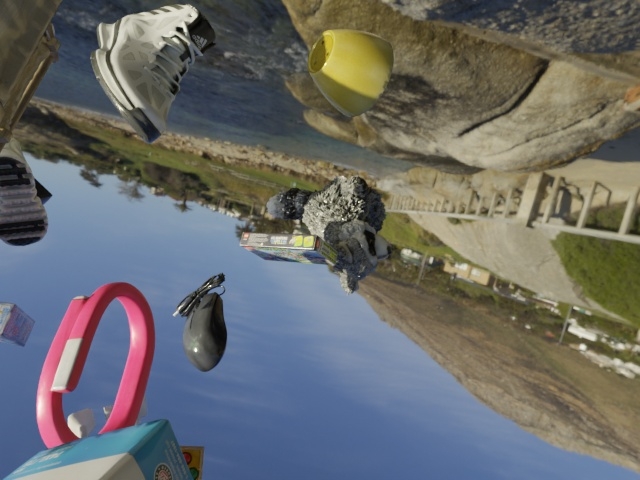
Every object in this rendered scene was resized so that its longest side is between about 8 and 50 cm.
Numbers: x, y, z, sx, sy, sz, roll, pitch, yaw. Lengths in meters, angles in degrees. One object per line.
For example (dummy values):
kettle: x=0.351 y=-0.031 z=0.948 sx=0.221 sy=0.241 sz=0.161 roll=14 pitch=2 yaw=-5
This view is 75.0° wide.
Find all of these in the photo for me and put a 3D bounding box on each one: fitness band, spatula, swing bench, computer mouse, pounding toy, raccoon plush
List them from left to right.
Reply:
swing bench: x=-0.459 y=-0.269 z=0.552 sx=0.165 sy=0.254 sz=0.254 roll=26 pitch=150 yaw=-34
fitness band: x=-0.365 y=0.212 z=0.708 sx=0.054 sy=0.291 sz=0.209 roll=-5 pitch=141 yaw=7
spatula: x=-0.517 y=0.479 z=1.030 sx=0.168 sy=0.242 sz=0.019 roll=-10 pitch=-140 yaw=-33
pounding toy: x=-0.513 y=0.752 z=1.437 sx=0.205 sy=0.181 sz=0.094 roll=19 pitch=139 yaw=-30
computer mouse: x=-0.318 y=0.214 z=1.089 sx=0.072 sy=0.188 sz=0.272 roll=39 pitch=-163 yaw=-41
raccoon plush: x=0.000 y=0.000 z=1.214 sx=0.446 sy=0.299 sz=0.216 roll=-8 pitch=132 yaw=36

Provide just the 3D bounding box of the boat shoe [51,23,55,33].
boat shoe: x=-0.663 y=-0.523 z=0.994 sx=0.035 sy=0.035 sz=0.100 roll=-12 pitch=151 yaw=-20

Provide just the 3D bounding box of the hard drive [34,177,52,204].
hard drive: x=-0.953 y=-0.146 z=1.273 sx=0.254 sy=0.172 sz=0.054 roll=-17 pitch=-147 yaw=32

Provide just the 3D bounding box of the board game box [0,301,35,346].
board game box: x=-0.646 y=0.144 z=0.782 sx=0.194 sy=0.060 sz=0.194 roll=25 pitch=151 yaw=-31

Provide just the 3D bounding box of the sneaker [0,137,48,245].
sneaker: x=-0.708 y=-0.106 z=0.973 sx=0.110 sy=0.292 sz=0.118 roll=-7 pitch=-131 yaw=-33

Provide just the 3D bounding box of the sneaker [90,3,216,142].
sneaker: x=-0.360 y=-0.427 z=0.959 sx=0.448 sy=0.257 sz=0.169 roll=64 pitch=180 yaw=35

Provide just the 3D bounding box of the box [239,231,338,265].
box: x=-0.075 y=0.019 z=0.989 sx=0.206 sy=0.036 sz=0.114 roll=2 pitch=160 yaw=30

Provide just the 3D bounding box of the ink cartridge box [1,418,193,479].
ink cartridge box: x=-0.246 y=0.331 z=0.352 sx=0.197 sy=0.198 sz=0.270 roll=-19 pitch=-176 yaw=16

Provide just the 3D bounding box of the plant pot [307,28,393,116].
plant pot: x=0.036 y=-0.281 z=0.671 sx=0.095 sy=0.134 sz=0.134 roll=13 pitch=-175 yaw=-36
